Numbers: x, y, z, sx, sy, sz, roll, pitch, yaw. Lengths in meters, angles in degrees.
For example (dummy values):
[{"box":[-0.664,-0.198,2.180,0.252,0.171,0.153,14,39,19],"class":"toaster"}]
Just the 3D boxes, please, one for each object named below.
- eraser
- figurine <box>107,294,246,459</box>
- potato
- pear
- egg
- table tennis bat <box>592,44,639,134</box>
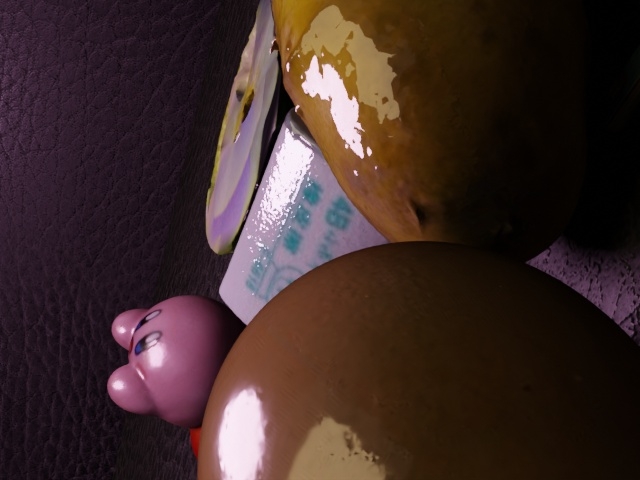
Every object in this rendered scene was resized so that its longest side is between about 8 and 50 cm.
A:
[{"box":[0.000,0.000,1.194,0.104,0.189,0.290,-45,-17,-52],"class":"eraser"},{"box":[-0.210,0.208,1.720,0.211,0.261,0.269,-36,36,26],"class":"figurine"},{"box":[0.111,-0.173,0.784,0.296,0.290,0.397,-107,16,-53],"class":"potato"},{"box":[-0.031,-0.157,1.411,0.399,0.165,0.398,-168,90,-73],"class":"pear"},{"box":[0.077,0.157,0.628,0.374,0.301,0.300,-130,54,-63],"class":"egg"},{"box":[0.275,-0.184,0.697,0.154,0.021,0.274,-94,24,-44],"class":"table tennis bat"}]
